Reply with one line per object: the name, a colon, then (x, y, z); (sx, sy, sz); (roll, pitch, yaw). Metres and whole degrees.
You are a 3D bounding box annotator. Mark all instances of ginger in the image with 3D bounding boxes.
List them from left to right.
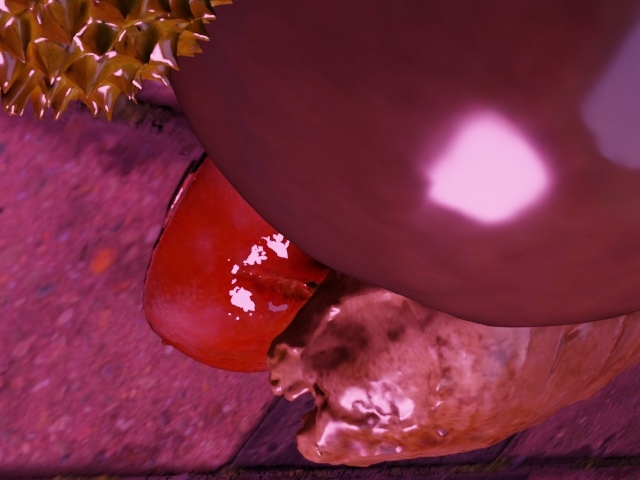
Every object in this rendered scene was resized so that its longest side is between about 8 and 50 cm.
ginger: (0.123, 0.052, 0.929); (0.375, 0.166, 0.236); (11, 128, -47)

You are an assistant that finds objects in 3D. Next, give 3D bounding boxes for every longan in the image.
longan: (0.079, -0.126, 0.670); (0.319, 0.319, 0.319); (-35, 152, -22)

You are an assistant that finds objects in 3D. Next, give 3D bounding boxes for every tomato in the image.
tomato: (0.003, 0.000, 0.990); (0.225, 0.085, 0.225); (-38, 156, -21)

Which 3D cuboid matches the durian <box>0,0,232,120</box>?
durian: (-0.117, -0.120, 0.541); (0.146, 0.198, 0.159); (-32, 125, -50)
